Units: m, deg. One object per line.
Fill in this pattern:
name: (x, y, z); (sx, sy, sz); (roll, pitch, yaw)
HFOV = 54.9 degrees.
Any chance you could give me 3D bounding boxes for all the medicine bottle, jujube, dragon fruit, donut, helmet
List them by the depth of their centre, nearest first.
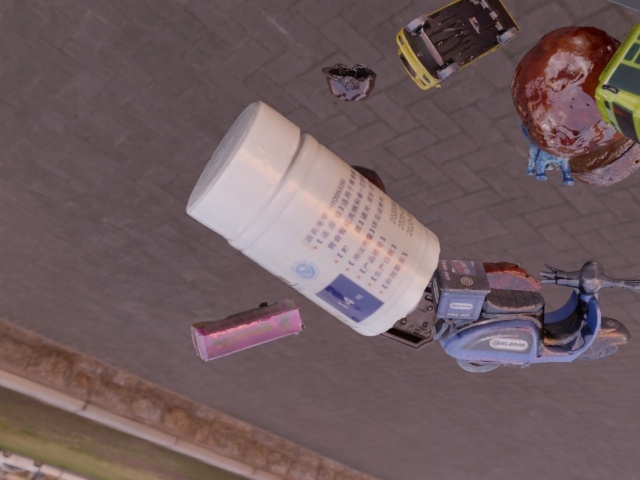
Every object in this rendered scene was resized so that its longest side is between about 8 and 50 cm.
medicine bottle: (-0.011, -0.027, 0.876); (0.332, 0.190, 0.190); (36, 149, -16)
jujube: (0.412, -0.231, 0.981); (0.197, 0.197, 0.290); (0, 175, 31)
helmet: (0.062, -0.343, 1.356); (0.123, 0.098, 0.070); (-7, 124, -12)
dragon fruit: (0.412, 0.082, 1.427); (0.161, 0.120, 0.127); (-25, 114, 19)
donut: (0.734, -0.200, 1.593); (0.126, 0.144, 0.186); (28, 119, -24)

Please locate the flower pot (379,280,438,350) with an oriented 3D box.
flower pot: (0.220, 0.178, 1.620); (0.251, 0.179, 0.084); (17, 177, 37)

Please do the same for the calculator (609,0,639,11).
calculator: (0.453, -0.400, 0.919); (0.141, 0.045, 0.246); (31, -165, 23)

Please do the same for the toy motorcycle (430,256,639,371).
toy motorcycle: (0.363, 0.126, 1.048); (0.358, 0.125, 0.213); (2, 128, -3)

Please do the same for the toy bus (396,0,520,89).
toy bus: (0.294, -0.442, 1.387); (0.145, 0.331, 0.151); (56, 150, -1)

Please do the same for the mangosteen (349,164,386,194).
mangosteen: (0.091, -0.111, 1.795); (0.216, 0.216, 0.216); (14, 154, 7)

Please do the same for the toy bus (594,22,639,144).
toy bus: (0.460, -0.237, 0.754); (0.150, 0.262, 0.128); (37, -173, 33)

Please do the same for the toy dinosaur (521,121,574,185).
toy dinosaur: (0.490, -0.193, 1.336); (0.076, 0.144, 0.329); (-5, -171, 3)

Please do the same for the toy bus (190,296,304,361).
toy bus: (-0.175, 0.220, 1.530); (0.274, 0.090, 0.112); (-15, -170, -22)
